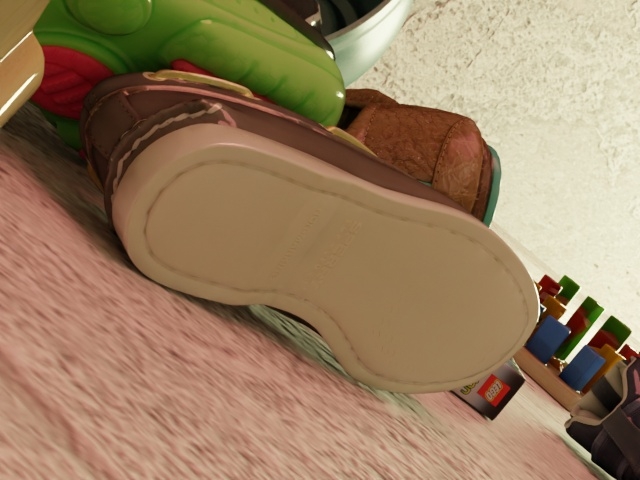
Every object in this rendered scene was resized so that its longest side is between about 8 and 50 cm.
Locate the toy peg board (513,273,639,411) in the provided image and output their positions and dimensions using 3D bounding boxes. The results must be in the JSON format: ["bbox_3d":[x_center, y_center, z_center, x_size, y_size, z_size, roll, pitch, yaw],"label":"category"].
[{"bbox_3d":[0.217,0.084,1.523,0.161,0.079,0.160,42,8,32],"label":"toy peg board"}]

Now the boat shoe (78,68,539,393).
[{"bbox_3d":[0.003,-0.004,0.879,0.305,0.109,0.091,26,19,-46],"label":"boat shoe"}]

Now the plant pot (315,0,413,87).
[{"bbox_3d":[-0.047,-0.232,1.547,0.293,0.293,0.196,41,-19,23],"label":"plant pot"}]

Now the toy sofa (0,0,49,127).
[{"bbox_3d":[-0.240,-0.133,0.451,0.362,0.177,0.150,38,32,-7],"label":"toy sofa"}]

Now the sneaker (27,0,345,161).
[{"bbox_3d":[-0.129,-0.188,0.806,0.483,0.185,0.202,55,21,-64],"label":"sneaker"}]

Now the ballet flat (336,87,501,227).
[{"bbox_3d":[0.000,-0.047,1.096,0.124,0.116,0.342,13,3,-16],"label":"ballet flat"}]

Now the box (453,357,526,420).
[{"bbox_3d":[0.073,0.050,1.185,0.114,0.036,0.207,38,7,-8],"label":"box"}]

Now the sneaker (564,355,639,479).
[{"bbox_3d":[0.275,0.163,1.284,0.163,0.086,0.226,45,10,27],"label":"sneaker"}]
